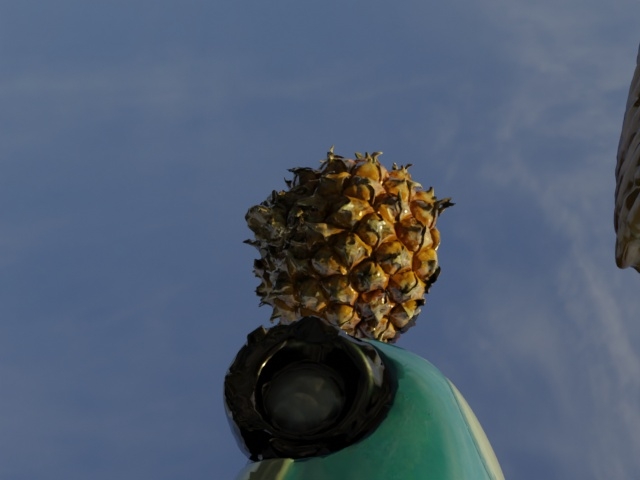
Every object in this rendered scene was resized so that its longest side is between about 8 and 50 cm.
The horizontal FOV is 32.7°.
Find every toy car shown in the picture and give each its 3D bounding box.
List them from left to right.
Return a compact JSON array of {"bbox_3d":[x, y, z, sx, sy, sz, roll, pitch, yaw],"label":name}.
[{"bbox_3d":[0.020,0.177,0.535,0.190,0.188,0.255,15,-129,15],"label":"toy car"}]

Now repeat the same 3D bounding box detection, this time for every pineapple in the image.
[{"bbox_3d":[-0.002,-0.001,0.872,0.176,0.137,0.161,-55,-140,17],"label":"pineapple"}]

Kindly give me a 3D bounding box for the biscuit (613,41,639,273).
[{"bbox_3d":[0.144,-0.083,0.375,0.031,0.228,0.176,12,-160,0],"label":"biscuit"}]
